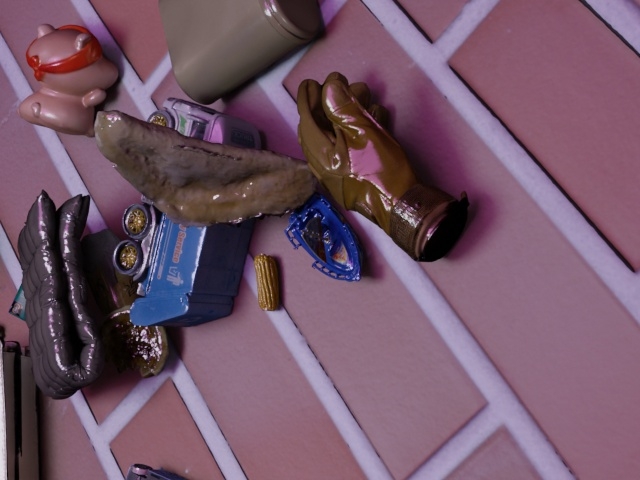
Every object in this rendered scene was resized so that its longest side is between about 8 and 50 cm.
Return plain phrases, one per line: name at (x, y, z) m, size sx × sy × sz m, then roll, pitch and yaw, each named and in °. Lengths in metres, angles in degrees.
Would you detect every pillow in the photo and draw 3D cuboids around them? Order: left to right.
pillow at (-0.442, 0.096, 1.786) m, size 0.228 × 0.101 × 0.326 m, roll 147°, pitch 117°, yaw -62°

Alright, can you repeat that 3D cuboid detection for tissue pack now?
tissue pack at (-0.508, 0.095, 1.957) m, size 0.085 × 0.079 × 0.111 m, roll 27°, pitch 102°, yaw 1°

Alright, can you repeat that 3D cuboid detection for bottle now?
bottle at (-0.338, 0.110, 1.816) m, size 0.083 × 0.083 × 0.269 m, roll -36°, pitch 69°, yaw 28°

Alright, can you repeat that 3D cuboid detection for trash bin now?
trash bin at (-0.137, -0.374, 1.723) m, size 0.247 × 0.121 × 0.243 m, roll -31°, pitch 64°, yaw 34°

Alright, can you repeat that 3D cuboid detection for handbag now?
handbag at (-0.643, 0.369, 1.927) m, size 0.237 × 0.160 × 0.358 m, roll -7°, pitch 76°, yaw 9°

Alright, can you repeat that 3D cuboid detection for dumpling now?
dumpling at (-0.175, -0.103, 1.566) m, size 0.086 × 0.332 × 0.166 m, roll -84°, pitch 15°, yaw -46°

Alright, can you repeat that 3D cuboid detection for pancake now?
pancake at (-0.311, 0.165, 1.757) m, size 0.129 × 0.022 × 0.116 m, roll 1°, pitch 92°, yaw 14°

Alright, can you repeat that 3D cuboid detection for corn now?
corn at (-0.083, 0.066, 1.651) m, size 0.037 × 0.037 × 0.092 m, roll -13°, pitch 74°, yaw 36°

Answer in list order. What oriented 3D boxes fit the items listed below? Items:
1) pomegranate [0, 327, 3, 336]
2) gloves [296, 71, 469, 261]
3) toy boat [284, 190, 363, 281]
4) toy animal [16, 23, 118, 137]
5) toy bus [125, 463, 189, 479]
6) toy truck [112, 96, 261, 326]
pomegranate at (-0.711, 0.169, 2.069) m, size 0.163 × 0.125 × 0.138 m, roll -7°, pitch 66°, yaw 36°
gloves at (0.066, -0.108, 1.495) m, size 0.141 × 0.154 × 0.331 m, roll -49°, pitch 63°, yaw 18°
toy boat at (0.000, 0.000, 1.551) m, size 0.091 × 0.110 × 0.175 m, roll -52°, pitch 57°, yaw 17°
toy animal at (-0.470, -0.299, 1.950) m, size 0.171 × 0.171 × 0.197 m, roll 25°, pitch 105°, yaw 38°
toy bus at (-0.237, 0.410, 1.687) m, size 0.167 × 0.076 × 0.073 m, roll 13°, pitch 92°, yaw 37°
toy truck at (-0.209, -0.036, 1.703) m, size 0.175 × 0.146 × 0.367 m, roll 14°, pitch 94°, yaw 31°
